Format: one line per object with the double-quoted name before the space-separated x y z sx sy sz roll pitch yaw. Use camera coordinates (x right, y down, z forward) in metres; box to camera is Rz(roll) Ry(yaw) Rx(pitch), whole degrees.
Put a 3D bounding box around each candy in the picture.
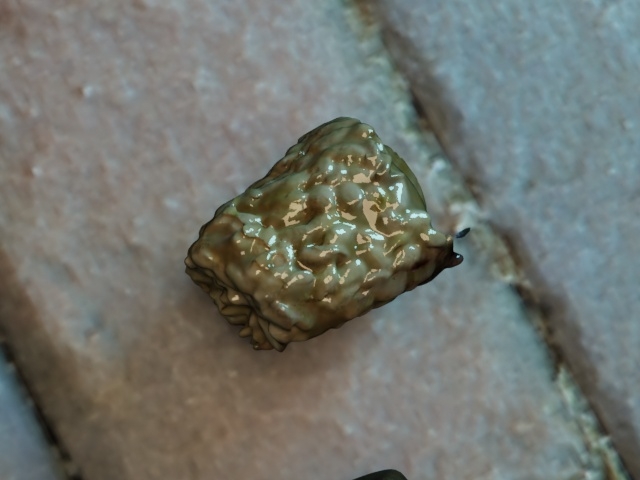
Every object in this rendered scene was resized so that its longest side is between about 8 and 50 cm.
"candy" 0.000 0.000 0.736 0.110 0.095 0.085 -35 88 -9

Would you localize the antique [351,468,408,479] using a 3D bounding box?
"antique" -0.012 0.186 0.682 0.256 0.121 0.143 -24 89 -12
